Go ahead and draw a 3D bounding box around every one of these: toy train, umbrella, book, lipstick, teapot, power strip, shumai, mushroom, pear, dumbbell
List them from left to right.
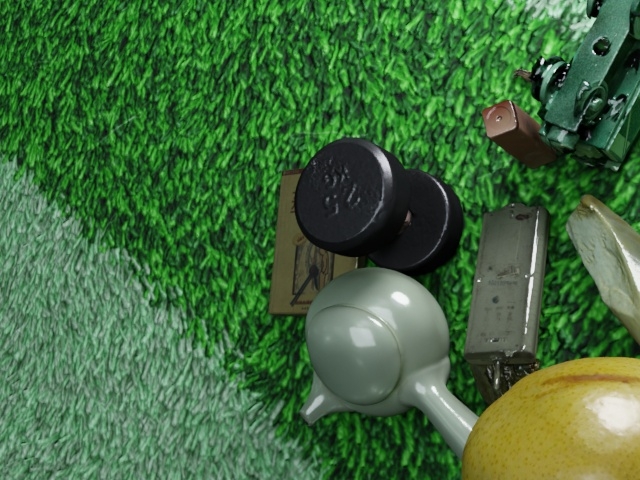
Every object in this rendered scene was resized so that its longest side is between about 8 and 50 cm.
[{"bbox_3d":[0.000,0.000,1.513,0.161,0.026,0.230,-3,76,34],"label":"book"},{"bbox_3d":[0.083,-0.040,1.357,0.153,0.218,0.152,-9,74,32],"label":"dumbbell"},{"bbox_3d":[0.111,0.158,1.315,0.318,0.149,0.219,10,110,33],"label":"teapot"},{"bbox_3d":[0.240,0.071,1.292,0.092,0.034,0.267,-6,55,30],"label":"power strip"},{"bbox_3d":[0.244,0.171,1.305,0.081,0.082,0.083,-20,42,-13],"label":"shumai"},{"bbox_3d":[0.262,-0.137,1.310,0.045,0.145,0.045,-22,67,28],"label":"lipstick"},{"bbox_3d":[0.303,-0.221,1.384,0.083,0.020,0.031,29,93,39],"label":"umbrella"},{"bbox_3d":[0.363,-0.229,1.265,0.115,0.154,0.269,29,95,33],"label":"toy train"},{"bbox_3d":[0.319,0.272,1.088,0.314,0.314,0.314,-9,73,31],"label":"pear"},{"bbox_3d":[0.402,0.076,1.198,0.333,0.107,0.087,50,139,30],"label":"mushroom"}]
